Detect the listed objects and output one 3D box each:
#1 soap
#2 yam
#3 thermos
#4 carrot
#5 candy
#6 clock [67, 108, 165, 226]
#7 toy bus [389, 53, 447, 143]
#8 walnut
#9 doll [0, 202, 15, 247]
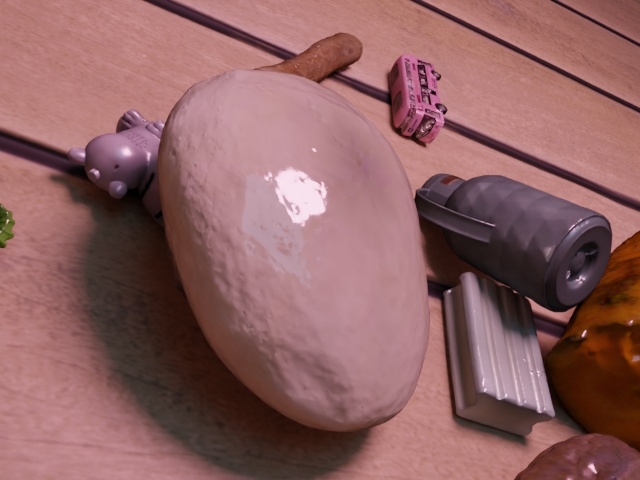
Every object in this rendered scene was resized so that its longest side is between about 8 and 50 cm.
[{"bbox_3d":[0.235,0.150,0.954,0.119,0.066,0.198,22,43,-19],"label":"soap"},{"bbox_3d":[-0.024,-0.289,1.181,0.066,0.066,0.300,42,41,6],"label":"yam"},{"bbox_3d":[0.249,-0.018,1.012,0.182,0.144,0.287,2,20,-41],"label":"thermos"},{"bbox_3d":[0.482,0.137,1.007,0.241,0.241,0.341,46,45,10],"label":"carrot"},{"bbox_3d":[0.000,0.000,0.795,0.386,0.186,0.426,15,57,-45],"label":"candy"},{"bbox_3d":[-0.203,-0.073,0.851,0.176,0.080,0.117,37,41,1],"label":"clock"},{"bbox_3d":[0.176,-0.264,1.294,0.090,0.063,0.203,17,43,-17],"label":"toy bus"},{"bbox_3d":[0.295,0.315,0.780,0.231,0.178,0.178,-16,63,-29],"label":"walnut"},{"bbox_3d":[-0.404,-0.040,0.710,0.190,0.050,0.115,32,49,-8],"label":"doll"}]
